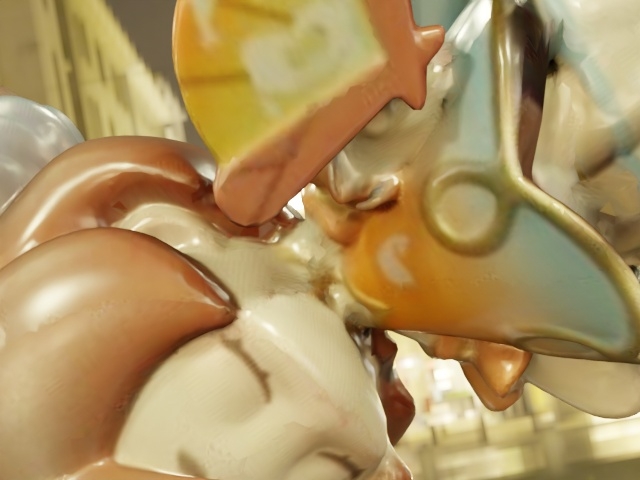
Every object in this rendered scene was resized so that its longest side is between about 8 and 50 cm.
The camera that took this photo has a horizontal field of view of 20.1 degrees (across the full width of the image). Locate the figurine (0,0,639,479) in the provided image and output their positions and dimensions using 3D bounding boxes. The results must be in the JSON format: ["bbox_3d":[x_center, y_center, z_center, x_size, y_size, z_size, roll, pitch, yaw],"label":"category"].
[{"bbox_3d":[-0.001,0.000,0.657,0.388,0.276,0.248,-35,28,12],"label":"figurine"}]
